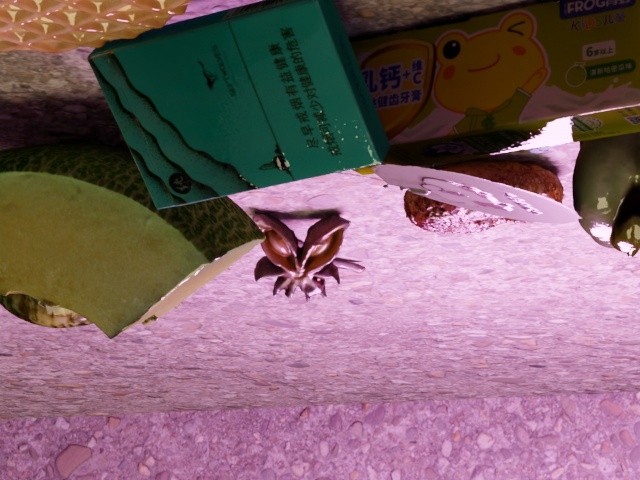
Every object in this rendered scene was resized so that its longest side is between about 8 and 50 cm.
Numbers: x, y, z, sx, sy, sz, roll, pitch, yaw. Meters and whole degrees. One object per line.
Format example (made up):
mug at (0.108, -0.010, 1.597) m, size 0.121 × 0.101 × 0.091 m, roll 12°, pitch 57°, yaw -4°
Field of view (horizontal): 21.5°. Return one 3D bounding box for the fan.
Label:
fan at (0.078, -0.048, 1.515) m, size 0.329 × 0.009 × 0.190 m, roll 11°, pitch 174°, yaw 28°

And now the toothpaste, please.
toothpaste at (0.155, -0.137, 1.461) m, size 0.327 × 0.110 × 0.077 m, roll -8°, pitch 165°, yaw 30°

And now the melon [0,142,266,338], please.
melon at (-0.215, 0.000, 1.811) m, size 0.331 × 0.226 × 0.343 m, roll 4°, pitch -169°, yaw 12°

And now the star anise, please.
star anise at (0.000, 0.000, 2.171) m, size 0.148 × 0.218 × 0.227 m, roll -34°, pitch -161°, yaw 14°

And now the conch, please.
conch at (-0.323, 0.036, 1.988) m, size 0.187 × 0.124 × 0.181 m, roll 45°, pitch -177°, yaw -8°

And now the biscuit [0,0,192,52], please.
biscuit at (-0.263, -0.200, 1.376) m, size 0.308 × 0.040 × 0.204 m, roll 5°, pitch 165°, yaw -16°

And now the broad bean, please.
broad bean at (0.278, -0.069, 1.534) m, size 0.100 × 0.228 × 0.169 m, roll 6°, pitch 129°, yaw 5°

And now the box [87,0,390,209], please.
box at (-0.071, -0.121, 1.459) m, size 0.226 × 0.161 × 0.042 m, roll -11°, pitch -154°, yaw 25°

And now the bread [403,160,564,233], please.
bread at (0.184, -0.044, 1.911) m, size 0.193 × 0.064 × 0.193 m, roll -2°, pitch 168°, yaw 0°

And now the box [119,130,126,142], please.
box at (-0.100, -0.118, 1.689) m, size 0.177 × 0.036 × 0.115 m, roll -12°, pitch 161°, yaw 39°

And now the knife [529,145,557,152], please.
knife at (0.252, -0.106, 1.772) m, size 0.027 × 0.010 × 0.096 m, roll 8°, pitch 166°, yaw -29°
